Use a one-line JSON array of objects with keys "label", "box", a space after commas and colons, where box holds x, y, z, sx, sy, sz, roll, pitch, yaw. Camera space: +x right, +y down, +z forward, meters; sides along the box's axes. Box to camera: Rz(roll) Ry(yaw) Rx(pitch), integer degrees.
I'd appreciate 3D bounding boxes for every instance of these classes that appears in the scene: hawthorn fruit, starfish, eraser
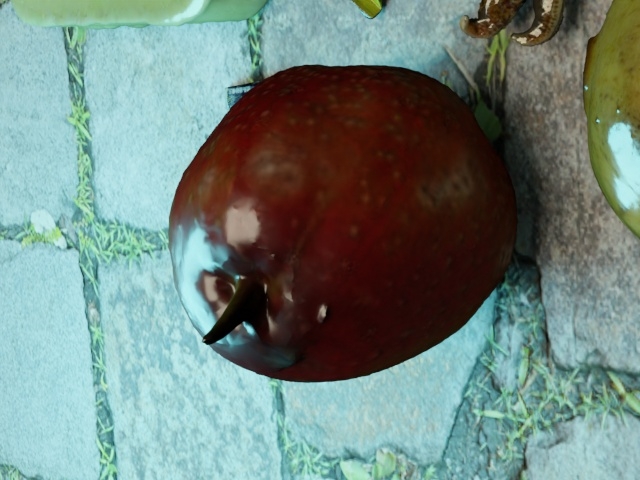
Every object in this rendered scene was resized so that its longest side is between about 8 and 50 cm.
[{"label": "hawthorn fruit", "box": [0.000, 0.000, 1.494, 0.285, 0.369, 0.284, 14, 119, 27]}, {"label": "starfish", "box": [0.181, -0.285, 1.470, 0.216, 0.071, 0.238, 5, 102, 43]}, {"label": "eraser", "box": [-0.071, -0.153, 1.805, 0.099, 0.019, 0.027, -3, 94, 47]}]

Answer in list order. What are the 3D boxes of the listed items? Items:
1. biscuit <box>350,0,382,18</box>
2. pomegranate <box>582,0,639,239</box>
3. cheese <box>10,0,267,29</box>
[{"label": "biscuit", "box": [0.102, -0.324, 1.579, 0.048, 0.026, 0.292, 42, 128, 12]}, {"label": "pomegranate", "box": [0.311, -0.100, 1.207, 0.281, 0.281, 0.281, 11, 104, 47]}, {"label": "cheese", "box": [-0.209, -0.402, 1.852, 0.384, 0.104, 0.384, 12, 107, 47]}]
